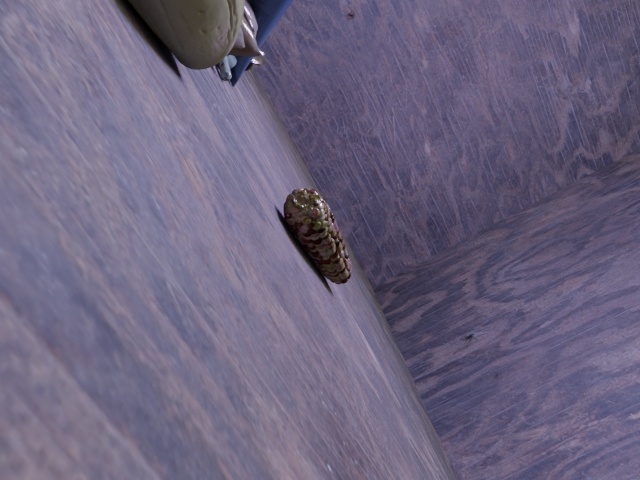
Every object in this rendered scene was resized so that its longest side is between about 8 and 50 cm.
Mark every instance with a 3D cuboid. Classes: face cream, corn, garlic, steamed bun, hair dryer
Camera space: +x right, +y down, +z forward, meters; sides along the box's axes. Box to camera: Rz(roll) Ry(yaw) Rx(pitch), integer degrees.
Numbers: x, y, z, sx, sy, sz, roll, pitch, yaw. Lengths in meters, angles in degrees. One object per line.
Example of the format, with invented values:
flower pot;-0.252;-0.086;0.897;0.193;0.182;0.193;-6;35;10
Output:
face cream;-0.142;-0.556;1.261;0.086;0.385;0.136;-8;65;-47
corn;0.000;0.000;1.070;0.280;0.092;0.092;64;1;-51
garlic;-0.245;-0.541;1.125;0.279;0.132;0.325;-88;153;-53
steamed bun;-0.187;-0.368;0.674;0.250;0.154;0.200;50;12;-56
hair dryer;-0.233;-0.425;1.231;0.082;0.047;0.137;55;15;-50

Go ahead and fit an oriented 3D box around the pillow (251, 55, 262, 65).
pillow;-0.265;-0.612;1.594;0.211;0.034;0.135;2;54;-56

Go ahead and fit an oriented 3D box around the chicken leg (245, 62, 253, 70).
chicken leg;-0.286;-0.622;1.682;0.178;0.070;0.093;56;9;16
